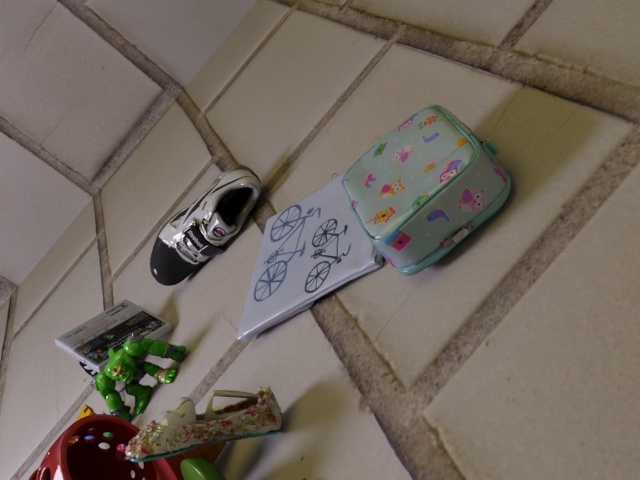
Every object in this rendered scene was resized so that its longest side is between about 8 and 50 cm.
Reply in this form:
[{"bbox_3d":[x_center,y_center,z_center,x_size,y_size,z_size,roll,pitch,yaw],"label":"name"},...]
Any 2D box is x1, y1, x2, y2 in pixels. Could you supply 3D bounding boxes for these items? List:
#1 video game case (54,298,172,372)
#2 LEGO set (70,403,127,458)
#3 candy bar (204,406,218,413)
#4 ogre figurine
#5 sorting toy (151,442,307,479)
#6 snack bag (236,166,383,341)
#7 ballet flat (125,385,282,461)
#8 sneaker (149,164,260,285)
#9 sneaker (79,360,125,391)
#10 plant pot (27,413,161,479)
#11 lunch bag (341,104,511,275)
[{"bbox_3d":[-0.446,0.203,1.966,0.173,0.022,0.190,20,39,41],"label":"video game case"},{"bbox_3d":[-0.458,0.395,1.813,0.093,0.087,0.227,-55,22,-10],"label":"LEGO set"},{"bbox_3d":[-0.199,0.346,1.501,0.040,0.018,0.161,-32,29,37],"label":"candy bar"},{"bbox_3d":[-0.370,0.264,1.804,0.197,0.118,0.096,-41,25,23],"label":"ogre figurine"},{"bbox_3d":[-0.128,0.334,1.320,0.126,0.127,0.366,-31,18,-27],"label":"sorting toy"},{"bbox_3d":[0.000,0.000,1.628,0.343,0.037,0.323,-31,31,33],"label":"snack bag"},{"bbox_3d":[-0.168,0.258,1.323,0.091,0.241,0.077,1,96,60],"label":"ballet flat"},{"bbox_3d":[-0.256,-0.027,2.022,0.330,0.122,0.146,-51,21,2],"label":"sneaker"},{"bbox_3d":[-0.492,0.227,2.076,0.108,0.121,0.302,-49,23,5],"label":"sneaker"},{"bbox_3d":[-0.382,0.407,1.506,0.174,0.191,0.191,-42,24,33],"label":"plant pot"},{"bbox_3d":[0.158,-0.083,1.363,0.224,0.108,0.279,-38,27,9],"label":"lunch bag"}]
